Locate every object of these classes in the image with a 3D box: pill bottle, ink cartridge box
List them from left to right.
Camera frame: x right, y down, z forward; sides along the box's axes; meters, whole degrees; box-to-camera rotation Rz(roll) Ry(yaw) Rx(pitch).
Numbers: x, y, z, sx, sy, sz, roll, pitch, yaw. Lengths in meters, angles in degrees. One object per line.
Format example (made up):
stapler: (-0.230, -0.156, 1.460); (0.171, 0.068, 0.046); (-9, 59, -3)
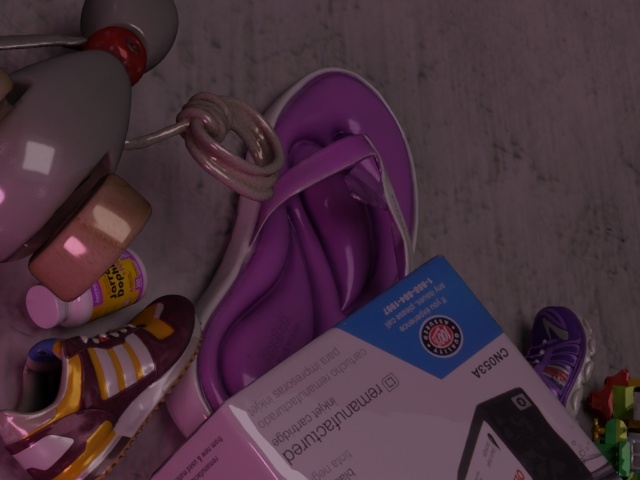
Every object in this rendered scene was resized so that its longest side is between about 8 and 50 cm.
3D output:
pill bottle: (-0.159, 0.034, 1.114); (0.083, 0.043, 0.043); (-24, 83, -50)
ink cartridge box: (0.079, 0.198, 1.059); (0.223, 0.129, 0.307); (-32, 80, -40)

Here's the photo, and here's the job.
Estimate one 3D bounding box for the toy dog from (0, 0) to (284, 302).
toy dog: (-0.188, -0.062, 1.101); (0.220, 0.161, 0.333); (55, 25, 4)

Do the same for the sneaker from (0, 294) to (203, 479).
sneaker: (-0.144, 0.081, 1.078); (0.084, 0.069, 0.185); (49, 39, -17)

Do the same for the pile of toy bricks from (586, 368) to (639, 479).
pile of toy bricks: (0.264, 0.201, 1.403); (0.105, 0.118, 0.212); (4, 67, 0)

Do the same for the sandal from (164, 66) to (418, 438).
sandal: (0.011, 0.009, 1.254); (0.169, 0.102, 0.416); (40, 44, -20)

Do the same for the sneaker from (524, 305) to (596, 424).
sneaker: (0.186, 0.117, 1.391); (0.071, 0.068, 0.170); (33, 46, -18)
